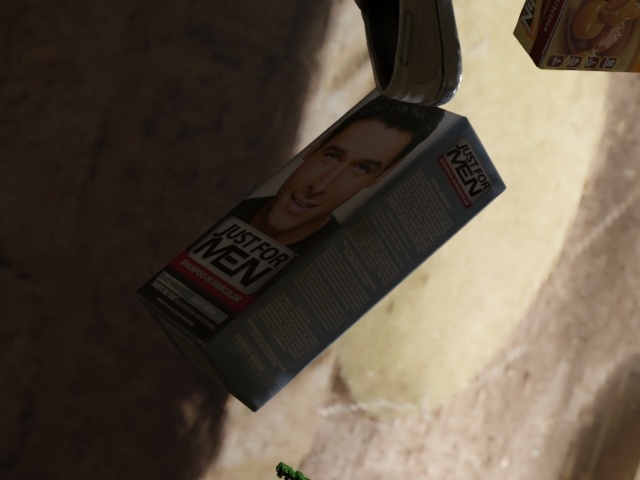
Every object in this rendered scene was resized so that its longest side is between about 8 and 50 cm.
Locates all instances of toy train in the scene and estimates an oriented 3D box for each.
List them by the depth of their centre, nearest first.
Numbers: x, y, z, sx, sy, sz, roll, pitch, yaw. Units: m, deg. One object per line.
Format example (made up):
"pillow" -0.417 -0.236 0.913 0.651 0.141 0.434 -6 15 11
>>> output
"toy train" -0.026 0.322 2.230 0.017 0.083 0.024 -49 -156 21

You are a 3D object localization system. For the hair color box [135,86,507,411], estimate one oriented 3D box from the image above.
"hair color box" 0.000 0.000 1.822 0.374 0.185 0.113 -41 122 -13

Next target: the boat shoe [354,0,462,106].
"boat shoe" 0.072 -0.261 1.697 0.088 0.096 0.267 2 72 -30

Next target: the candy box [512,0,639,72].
"candy box" 0.415 -0.302 2.051 0.316 0.087 0.183 -1 131 -24
